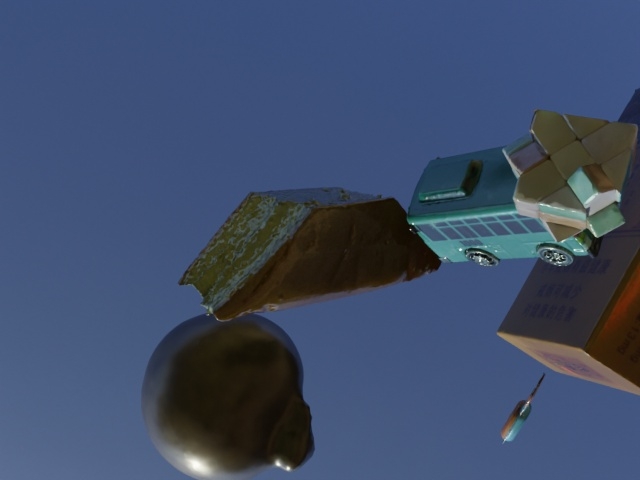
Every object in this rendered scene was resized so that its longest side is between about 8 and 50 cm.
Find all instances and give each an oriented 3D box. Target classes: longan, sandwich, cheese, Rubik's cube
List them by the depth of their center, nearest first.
[{"bbox_3d":[0.155,-0.036,0.472,0.075,0.084,0.073,24,-101,-49],"label":"Rubik's cube"},{"bbox_3d":[0.000,0.000,0.689,0.258,0.094,0.096,-9,-69,-38],"label":"sandwich"},{"bbox_3d":[0.205,0.173,0.756,0.017,0.111,0.047,28,-129,16],"label":"cheese"},{"bbox_3d":[-0.093,0.169,0.792,0.204,0.159,0.185,34,-80,20],"label":"longan"}]

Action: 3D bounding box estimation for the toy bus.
[{"bbox_3d":[0.152,-0.032,0.632,0.091,0.160,0.079,38,-116,-30],"label":"toy bus"}]

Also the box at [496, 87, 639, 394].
[{"bbox_3d":[0.406,-0.026,0.920,0.115,0.264,0.415,32,-97,-4],"label":"box"}]
